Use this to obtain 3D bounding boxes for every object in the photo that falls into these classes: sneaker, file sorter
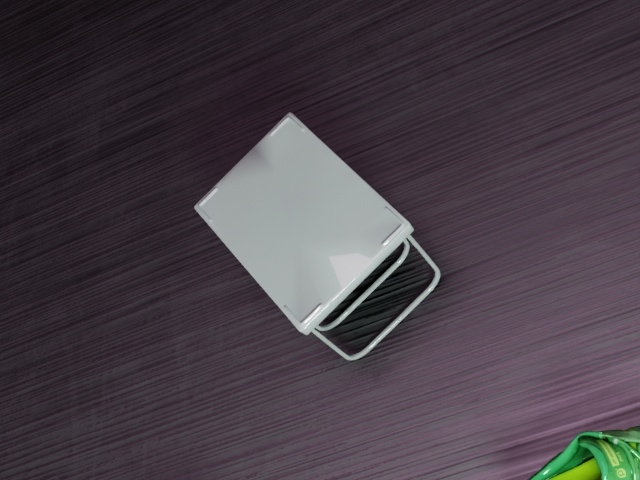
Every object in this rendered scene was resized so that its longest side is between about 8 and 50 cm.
[{"bbox_3d":[0.348,0.258,1.057,0.295,0.123,0.109,-31,55,8],"label":"sneaker"},{"bbox_3d":[0.000,0.000,1.329,0.193,0.173,0.277,-44,54,1],"label":"file sorter"}]
